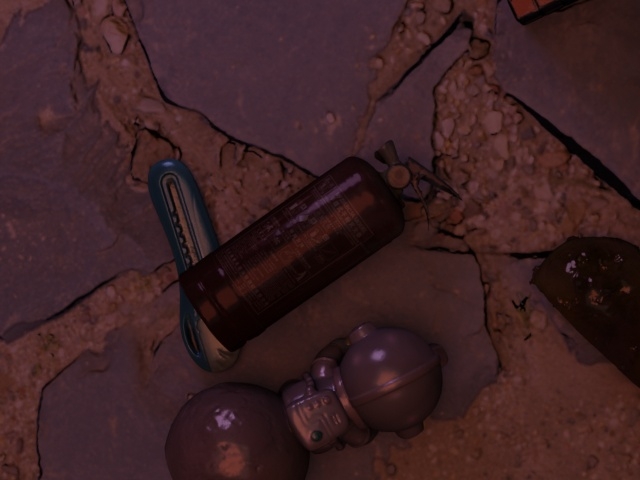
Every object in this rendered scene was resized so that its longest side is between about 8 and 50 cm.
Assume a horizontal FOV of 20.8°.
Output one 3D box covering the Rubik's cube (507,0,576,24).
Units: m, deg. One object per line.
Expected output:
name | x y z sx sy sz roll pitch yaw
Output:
Rubik's cube | 0.210 -0.264 1.642 0.092 0.092 0.092 -25 89 11

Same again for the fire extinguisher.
fire extinguisher | 0.000 0.000 1.687 0.269 0.105 0.105 -35 88 2

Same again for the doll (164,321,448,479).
doll | -0.008 0.171 1.693 0.287 0.151 0.151 -27 89 8

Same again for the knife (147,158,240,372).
knife | -0.128 0.025 1.755 0.064 0.031 0.222 -16 91 11

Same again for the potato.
potato | 0.287 0.066 1.655 0.100 0.089 0.172 -44 86 10
